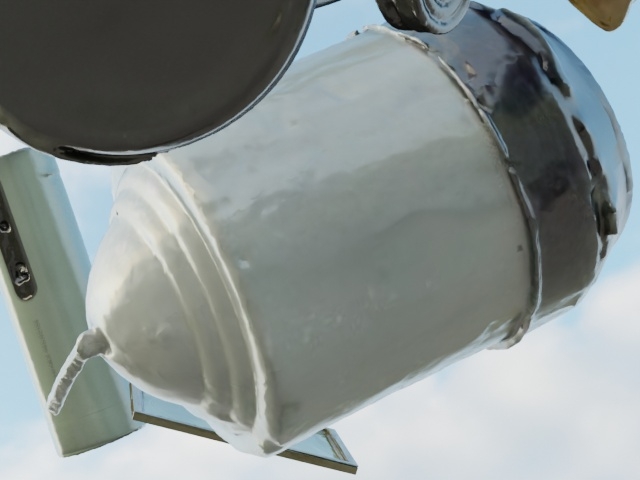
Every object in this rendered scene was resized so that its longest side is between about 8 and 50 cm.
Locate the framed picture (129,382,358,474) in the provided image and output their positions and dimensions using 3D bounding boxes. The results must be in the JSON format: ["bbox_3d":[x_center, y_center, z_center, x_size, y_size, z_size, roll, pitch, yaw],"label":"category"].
[{"bbox_3d":[-0.073,0.165,1.365,0.201,0.136,0.010,16,-86,-10],"label":"framed picture"}]

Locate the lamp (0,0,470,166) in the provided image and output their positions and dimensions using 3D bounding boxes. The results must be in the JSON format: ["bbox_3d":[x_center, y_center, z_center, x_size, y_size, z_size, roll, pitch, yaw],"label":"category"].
[{"bbox_3d":[0.014,-0.091,0.558,0.109,0.130,0.371,5,4,26],"label":"lamp"}]

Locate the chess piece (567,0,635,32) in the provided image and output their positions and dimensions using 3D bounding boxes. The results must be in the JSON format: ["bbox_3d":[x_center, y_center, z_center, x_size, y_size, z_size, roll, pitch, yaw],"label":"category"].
[{"bbox_3d":[0.171,-0.214,0.908,0.137,0.301,0.137,-2,-69,-5],"label":"chess piece"}]

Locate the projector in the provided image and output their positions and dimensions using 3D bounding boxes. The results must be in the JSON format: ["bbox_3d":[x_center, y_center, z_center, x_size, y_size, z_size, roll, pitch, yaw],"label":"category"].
[{"bbox_3d":[-0.293,0.066,1.681,0.108,0.337,0.108,-19,0,0],"label":"projector"}]

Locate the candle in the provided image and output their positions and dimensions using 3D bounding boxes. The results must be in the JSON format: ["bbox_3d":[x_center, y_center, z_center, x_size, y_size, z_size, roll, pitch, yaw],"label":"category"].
[{"bbox_3d":[0.000,0.000,0.913,0.343,0.221,0.221,-25,-33,-23],"label":"candle"}]
